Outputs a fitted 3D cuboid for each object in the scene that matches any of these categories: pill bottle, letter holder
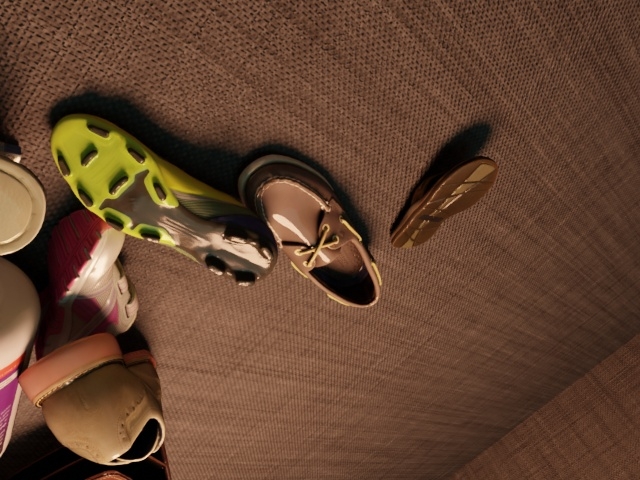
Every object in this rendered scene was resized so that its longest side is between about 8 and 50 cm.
[{"bbox_3d":[-0.446,0.171,0.617,0.181,0.181,0.323,6,128,-35],"label":"pill bottle"},{"bbox_3d":[-0.443,0.433,0.914,0.302,0.152,0.214,-29,138,-2],"label":"letter holder"}]

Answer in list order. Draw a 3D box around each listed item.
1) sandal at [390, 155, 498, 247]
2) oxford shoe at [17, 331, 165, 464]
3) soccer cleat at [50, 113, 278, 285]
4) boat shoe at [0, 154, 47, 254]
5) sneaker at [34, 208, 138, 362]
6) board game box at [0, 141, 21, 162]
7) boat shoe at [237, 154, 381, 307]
[{"bbox_3d":[0.186,-0.065,0.859,0.090,0.060,0.219,8,141,-29],"label":"sandal"},{"bbox_3d":[-0.279,0.236,0.724,0.140,0.146,0.397,-31,169,-13],"label":"oxford shoe"},{"bbox_3d":[-0.175,-0.045,0.628,0.289,0.121,0.093,35,101,-26],"label":"soccer cleat"},{"bbox_3d":[-0.405,-0.080,0.437,0.340,0.113,0.127,14,99,-25],"label":"boat shoe"},{"bbox_3d":[-0.283,0.058,0.675,0.111,0.103,0.252,3,136,-39],"label":"sneaker"},{"bbox_3d":[-0.367,-0.068,0.546,0.090,0.020,0.090,12,125,-39],"label":"board game box"},{"bbox_3d":[0.000,0.000,0.776,0.116,0.096,0.324,-35,140,5],"label":"boat shoe"}]
